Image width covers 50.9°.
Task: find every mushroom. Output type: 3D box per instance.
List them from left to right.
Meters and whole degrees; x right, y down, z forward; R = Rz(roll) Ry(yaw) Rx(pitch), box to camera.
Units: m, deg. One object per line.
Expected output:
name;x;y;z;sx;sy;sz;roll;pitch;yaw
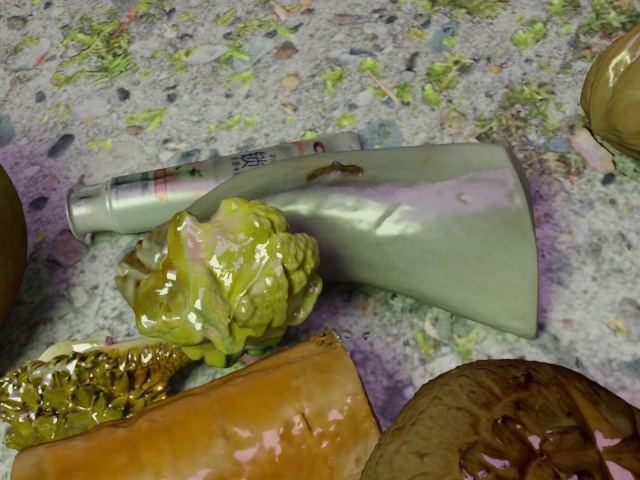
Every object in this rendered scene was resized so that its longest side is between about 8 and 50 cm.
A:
mushroom;-0.001;0.000;0.634;0.396;0.126;0.178;-1;77;13
mushroom;0.133;0.198;0.415;0.253;0.153;0.253;7;69;-19

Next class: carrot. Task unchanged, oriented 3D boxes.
carrot;-0.072;0.193;0.493;0.254;0.196;0.196;-20;53;-15

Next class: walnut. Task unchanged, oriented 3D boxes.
walnut;0.344;-0.151;0.662;0.166;0.149;0.167;-30;24;15

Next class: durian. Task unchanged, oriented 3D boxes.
durian;-0.193;0.127;0.591;0.224;0.078;0.140;-28;60;4

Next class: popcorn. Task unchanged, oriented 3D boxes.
popcorn;-0.071;0.034;0.535;0.145;0.126;0.126;-19;72;30

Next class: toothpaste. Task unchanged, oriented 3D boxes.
toothpaste;-0.109;-0.057;0.737;0.322;0.066;0.100;-11;54;-3

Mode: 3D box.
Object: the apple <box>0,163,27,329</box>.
apple;-0.447;0.010;0.596;0.339;0.340;0.340;-5;54;8
